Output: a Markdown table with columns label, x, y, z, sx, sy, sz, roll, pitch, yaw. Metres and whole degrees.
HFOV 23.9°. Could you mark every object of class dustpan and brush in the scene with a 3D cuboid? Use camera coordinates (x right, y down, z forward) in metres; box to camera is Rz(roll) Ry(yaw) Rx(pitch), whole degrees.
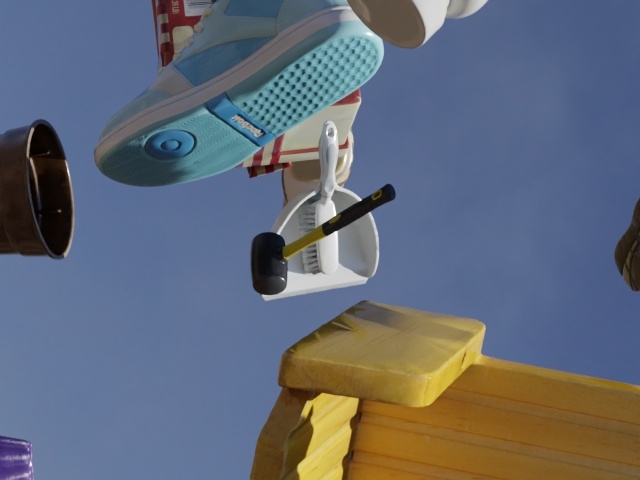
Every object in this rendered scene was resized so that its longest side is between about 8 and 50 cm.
| label | x | y | z | sx | sy | sz | roll | pitch | yaw |
| --- | --- | --- | --- | --- | --- | --- | --- | --- | --- |
| dustpan and brush | 0.002 | -0.035 | 1.713 | 0.060 | 0.147 | 0.211 | -153 | -123 | -61 |

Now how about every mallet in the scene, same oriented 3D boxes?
| label | x | y | z | sx | sy | sz | roll | pitch | yaw |
| --- | --- | --- | --- | --- | --- | --- | --- | --- | --- |
| mallet | 0.000 | 0.000 | 1.523 | 0.189 | 0.062 | 0.039 | -24 | -40 | 37 |

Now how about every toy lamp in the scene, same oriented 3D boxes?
| label | x | y | z | sx | sy | sz | roll | pitch | yaw |
| --- | --- | --- | --- | --- | --- | --- | --- | --- | --- |
| toy lamp | -0.469 | 0.265 | 1.734 | 0.080 | 0.274 | 0.080 | 176 | -90 | -78 |

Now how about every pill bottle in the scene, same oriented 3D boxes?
| label | x | y | z | sx | sy | sz | roll | pitch | yaw |
| --- | --- | --- | --- | --- | --- | --- | --- | --- | --- |
| pill bottle | 0.114 | -0.257 | 1.238 | 0.117 | 0.208 | 0.117 | 36 | -22 | 17 |

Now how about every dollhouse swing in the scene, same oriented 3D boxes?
| label | x | y | z | sx | sy | sz | roll | pitch | yaw |
| --- | --- | --- | --- | --- | --- | --- | --- | --- | --- |
| dollhouse swing | 0.119 | 0.266 | 1.273 | 0.304 | 0.315 | 0.347 | 15 | -77 | 15 |

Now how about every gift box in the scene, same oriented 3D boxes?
| label | x | y | z | sx | sy | sz | roll | pitch | yaw |
| --- | --- | --- | --- | --- | --- | --- | --- | --- | --- |
| gift box | -0.103 | -0.227 | 1.817 | 0.258 | 0.276 | 0.255 | 108 | -20 | -77 |

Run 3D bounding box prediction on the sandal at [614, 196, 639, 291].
| label | x | y | z | sx | sy | sz | roll | pitch | yaw |
| --- | --- | --- | --- | --- | --- | --- | --- | --- | --- |
| sandal | 0.352 | -0.008 | 1.545 | 0.180 | 0.049 | 0.072 | 106 | -37 | -59 |

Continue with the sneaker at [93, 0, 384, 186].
| label | x | y | z | sx | sy | sz | roll | pitch | yaw |
| --- | --- | --- | --- | --- | --- | --- | --- | --- | --- |
| sneaker | -0.102 | -0.197 | 1.542 | 0.127 | 0.319 | 0.208 | 45 | 23 | -57 |

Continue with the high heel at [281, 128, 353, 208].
| label | x | y | z | sx | sy | sz | roll | pitch | yaw |
| --- | --- | --- | --- | --- | --- | --- | --- | --- | --- |
| high heel | -0.008 | -0.085 | 2.177 | 0.093 | 0.261 | 0.186 | 13 | 2 | 1 |

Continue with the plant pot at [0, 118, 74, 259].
| label | x | y | z | sx | sy | sz | roll | pitch | yaw |
| --- | --- | --- | --- | --- | --- | --- | --- | --- | --- |
| plant pot | -0.393 | -0.049 | 1.772 | 0.167 | 0.165 | 0.167 | -7 | 90 | -83 |
